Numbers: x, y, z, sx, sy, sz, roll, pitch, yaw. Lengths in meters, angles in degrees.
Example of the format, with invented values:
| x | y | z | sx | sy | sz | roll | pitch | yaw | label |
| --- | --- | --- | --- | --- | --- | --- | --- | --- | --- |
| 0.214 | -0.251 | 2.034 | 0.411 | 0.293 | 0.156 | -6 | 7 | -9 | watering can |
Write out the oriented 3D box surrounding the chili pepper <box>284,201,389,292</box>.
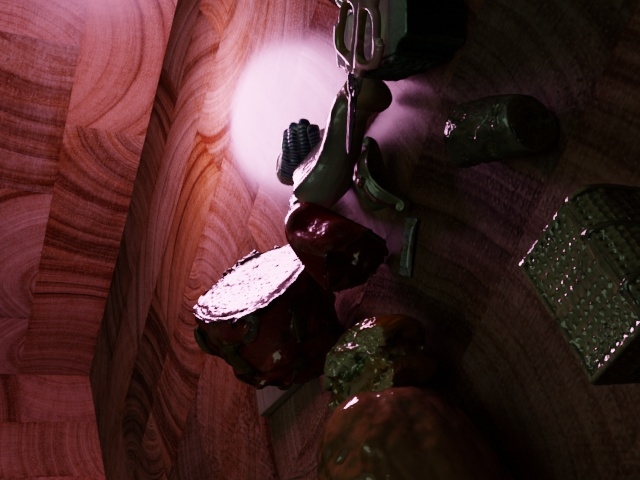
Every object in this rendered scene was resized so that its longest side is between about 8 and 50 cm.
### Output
| x | y | z | sx | sy | sz | roll | pitch | yaw | label |
| --- | --- | --- | --- | --- | --- | --- | --- | --- | --- |
| 0.000 | 0.000 | 1.573 | 0.253 | 0.136 | 0.144 | 34 | 92 | 44 | chili pepper |

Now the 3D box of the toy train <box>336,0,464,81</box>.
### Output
| x | y | z | sx | sy | sz | roll | pitch | yaw | label |
| --- | --- | --- | --- | --- | --- | --- | --- | --- | --- |
| 0.133 | -0.421 | 1.455 | 0.299 | 0.167 | 0.238 | 176 | 94 | -64 | toy train |

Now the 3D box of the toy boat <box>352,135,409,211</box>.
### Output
| x | y | z | sx | sy | sz | roll | pitch | yaw | label |
| --- | --- | --- | --- | --- | --- | --- | --- | --- | --- |
| 0.109 | -0.115 | 1.520 | 0.071 | 0.089 | 0.185 | -42 | 56 | 30 | toy boat |

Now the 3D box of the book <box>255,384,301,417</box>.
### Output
| x | y | z | sx | sy | sz | roll | pitch | yaw | label |
| --- | --- | --- | --- | --- | --- | --- | --- | --- | --- |
| -0.096 | 0.278 | 1.904 | 0.282 | 0.025 | 0.215 | -48 | 42 | 48 | book |

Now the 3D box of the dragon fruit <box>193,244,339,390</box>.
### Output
| x | y | z | sx | sy | sz | roll | pitch | yaw | label |
| --- | --- | --- | --- | --- | --- | --- | --- | --- | --- |
| -0.099 | 0.197 | 1.651 | 0.296 | 0.314 | 0.263 | -11 | 117 | 34 | dragon fruit |

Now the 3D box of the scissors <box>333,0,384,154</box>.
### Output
| x | y | z | sx | sy | sz | roll | pitch | yaw | label |
| --- | --- | --- | --- | --- | --- | --- | --- | --- | --- |
| 0.064 | -0.307 | 1.449 | 0.160 | 0.024 | 0.317 | 41 | 135 | 48 | scissors |

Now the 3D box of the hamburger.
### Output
| x | y | z | sx | sy | sz | roll | pitch | yaw | label |
| --- | --- | --- | --- | --- | --- | --- | --- | --- | --- |
| 0.105 | 0.213 | 1.374 | 0.144 | 0.157 | 0.283 | 65 | 150 | 15 | hamburger |

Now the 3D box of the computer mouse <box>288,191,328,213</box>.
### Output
| x | y | z | sx | sy | sz | roll | pitch | yaw | label |
| --- | --- | --- | --- | --- | --- | --- | --- | --- | --- |
| -0.040 | -0.068 | 1.827 | 0.192 | 0.062 | 0.106 | 49 | 127 | 54 | computer mouse |

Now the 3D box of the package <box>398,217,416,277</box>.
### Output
| x | y | z | sx | sy | sz | roll | pitch | yaw | label |
| --- | --- | --- | --- | --- | --- | --- | --- | --- | --- |
| 0.162 | 0.012 | 1.457 | 0.037 | 0.015 | 0.110 | 13 | 98 | 58 | package |

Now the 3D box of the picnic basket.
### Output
| x | y | z | sx | sy | sz | roll | pitch | yaw | label |
| --- | --- | --- | --- | --- | --- | --- | --- | --- | --- |
| 0.359 | 0.045 | 0.927 | 0.196 | 0.134 | 0.154 | -110 | 33 | -42 | picnic basket |

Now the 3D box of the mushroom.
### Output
| x | y | z | sx | sy | sz | roll | pitch | yaw | label |
| --- | --- | --- | --- | --- | --- | --- | --- | --- | --- |
| 0.034 | -0.207 | 1.638 | 0.159 | 0.122 | 0.328 | 56 | 137 | 28 | mushroom |

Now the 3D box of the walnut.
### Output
| x | y | z | sx | sy | sz | roll | pitch | yaw | label |
| --- | --- | --- | --- | --- | --- | --- | --- | --- | --- |
| 0.137 | 0.379 | 1.125 | 0.344 | 0.306 | 0.306 | 43 | 122 | 60 | walnut |

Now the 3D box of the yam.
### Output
| x | y | z | sx | sy | sz | roll | pitch | yaw | label |
| --- | --- | --- | --- | --- | --- | --- | --- | --- | --- |
| 0.266 | -0.169 | 1.201 | 0.183 | 0.107 | 0.107 | 1 | 86 | 61 | yam |

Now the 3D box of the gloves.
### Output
| x | y | z | sx | sy | sz | roll | pitch | yaw | label |
| --- | --- | --- | --- | --- | --- | --- | --- | --- | --- |
| -0.045 | -0.202 | 1.830 | 0.097 | 0.119 | 0.229 | 53 | 154 | 18 | gloves |
